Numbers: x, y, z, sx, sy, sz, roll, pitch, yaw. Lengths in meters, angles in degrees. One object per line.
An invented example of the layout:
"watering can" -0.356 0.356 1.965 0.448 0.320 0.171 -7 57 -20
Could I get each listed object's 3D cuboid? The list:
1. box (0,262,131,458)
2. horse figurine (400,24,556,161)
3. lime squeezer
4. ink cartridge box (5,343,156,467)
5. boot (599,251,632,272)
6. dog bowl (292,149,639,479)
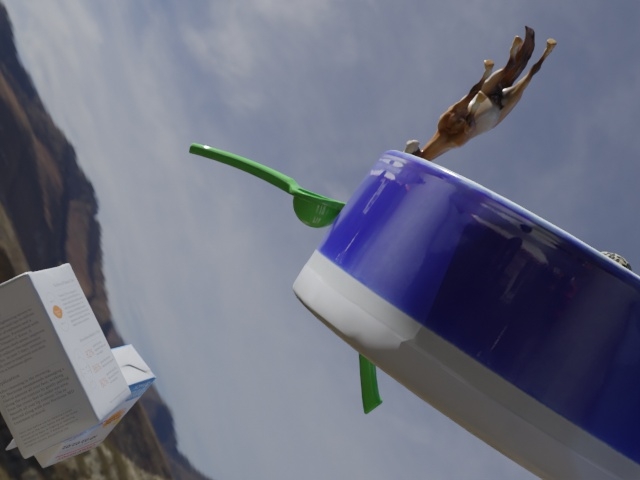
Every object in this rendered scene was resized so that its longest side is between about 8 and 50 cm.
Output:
"box" -0.293 0.122 0.917 0.130 0.091 0.170 -45 110 -86
"horse figurine" 0.218 -0.188 1.144 0.066 0.263 0.174 43 -36 9
"lime squeezer" 0.000 0.000 0.803 0.110 0.059 0.310 -43 -104 33
"ink cartridge box" -0.304 0.219 1.083 0.061 0.181 0.104 48 23 17
"boot" 0.392 0.082 1.429 0.236 0.178 0.085 -4 -74 33
"dog bowl" 0.120 0.058 0.518 0.265 0.104 0.265 33 1 -1
